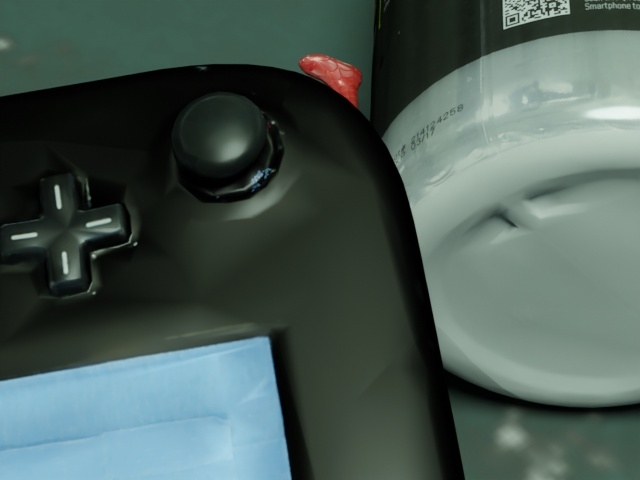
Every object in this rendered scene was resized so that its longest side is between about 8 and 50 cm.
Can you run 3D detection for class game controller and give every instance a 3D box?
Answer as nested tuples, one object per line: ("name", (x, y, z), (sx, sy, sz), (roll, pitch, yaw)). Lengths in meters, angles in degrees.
("game controller", (-0.045, 0.110, 0.330), (0.167, 0.067, 0.319), (-6, 62, -7))

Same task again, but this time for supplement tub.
("supplement tub", (0.072, -0.061, 0.471), (0.117, 0.117, 0.190), (2, 51, 2))

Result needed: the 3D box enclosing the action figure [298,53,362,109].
("action figure", (0.000, 0.000, 0.473), (0.030, 0.038, 0.115), (11, 46, -19))
